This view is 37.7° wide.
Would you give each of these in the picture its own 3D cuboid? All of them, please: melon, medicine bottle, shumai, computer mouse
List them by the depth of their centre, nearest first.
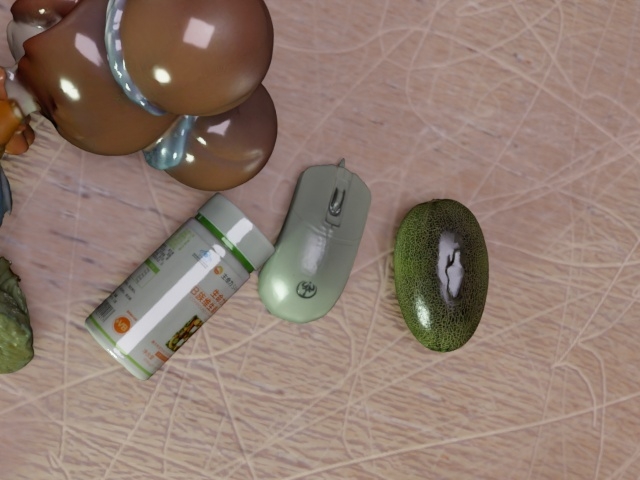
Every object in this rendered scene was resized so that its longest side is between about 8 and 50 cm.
[{"bbox_3d":[-0.318,0.064,0.888,0.099,0.124,0.087,4,50,-11],"label":"shumai"},{"bbox_3d":[-0.137,0.045,0.922,0.183,0.086,0.086,-45,102,-7],"label":"medicine bottle"},{"bbox_3d":[0.000,0.000,0.971,0.089,0.056,0.181,21,87,-18],"label":"computer mouse"},{"bbox_3d":[0.126,0.037,0.982,0.099,0.099,0.162,-4,93,-14],"label":"melon"}]

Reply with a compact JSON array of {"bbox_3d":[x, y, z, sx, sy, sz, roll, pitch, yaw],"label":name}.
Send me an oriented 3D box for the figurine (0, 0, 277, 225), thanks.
[{"bbox_3d":[-0.243,-0.115,0.815,0.388,0.276,0.248,-32,76,-13],"label":"figurine"}]
